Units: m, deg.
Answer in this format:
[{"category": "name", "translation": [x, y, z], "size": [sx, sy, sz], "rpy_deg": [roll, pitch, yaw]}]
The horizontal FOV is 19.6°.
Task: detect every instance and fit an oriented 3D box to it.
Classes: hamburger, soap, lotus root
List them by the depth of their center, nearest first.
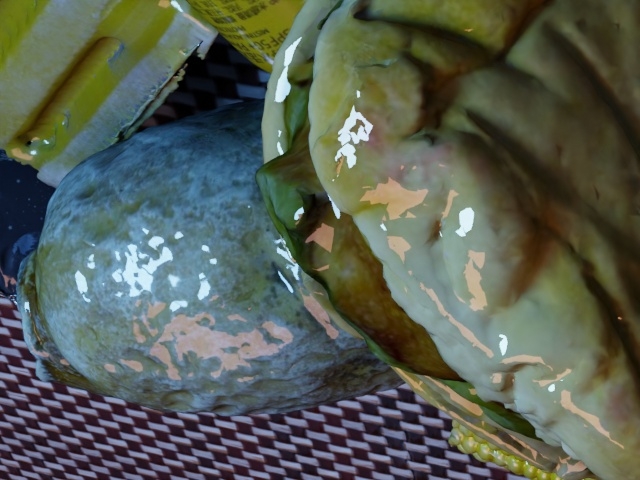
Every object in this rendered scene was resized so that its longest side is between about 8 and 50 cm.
[{"category": "hamburger", "translation": [0.076, -0.028, 0.747], "size": [0.162, 0.209, 0.330], "rpy_deg": [-13, 100, 64]}, {"category": "lotus root", "translation": [-0.001, -0.002, 0.978], "size": [0.349, 0.175, 0.175], "rpy_deg": [-13, 142, 9]}, {"category": "soap", "translation": [-0.140, -0.119, 0.983], "size": [0.135, 0.076, 0.233], "rpy_deg": [28, 150, -14]}]

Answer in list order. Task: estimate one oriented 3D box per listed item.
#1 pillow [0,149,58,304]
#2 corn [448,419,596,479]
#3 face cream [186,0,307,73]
[{"category": "pillow", "translation": [-0.178, -0.022, 1.102], "size": [0.208, 0.141, 0.055], "rpy_deg": [23, 148, -10]}, {"category": "corn", "translation": [0.219, 0.113, 1.120], "size": [0.305, 0.122, 0.123], "rpy_deg": [16, 177, 11]}, {"category": "face cream", "translation": [-0.055, -0.173, 0.818], "size": [0.105, 0.105, 0.348], "rpy_deg": [-12, 136, 42]}]
